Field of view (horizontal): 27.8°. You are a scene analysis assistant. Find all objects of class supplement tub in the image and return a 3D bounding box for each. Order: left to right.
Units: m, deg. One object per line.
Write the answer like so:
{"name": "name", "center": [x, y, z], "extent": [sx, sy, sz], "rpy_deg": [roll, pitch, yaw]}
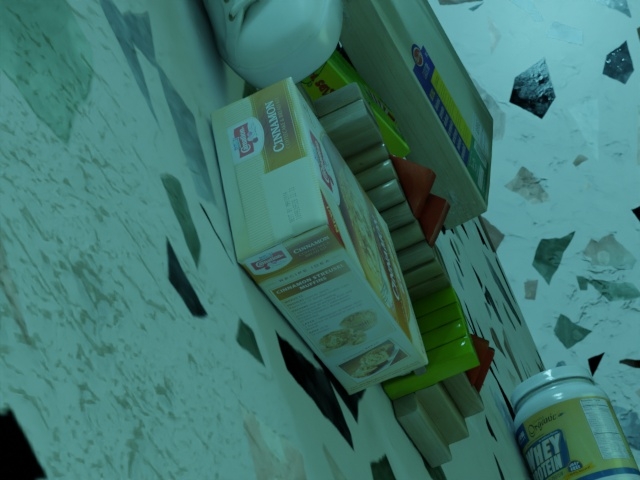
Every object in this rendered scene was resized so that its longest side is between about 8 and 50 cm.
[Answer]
{"name": "supplement tub", "center": [0.359, 0.293, 1.828], "extent": [0.144, 0.144, 0.199], "rpy_deg": [50, 19, -56]}

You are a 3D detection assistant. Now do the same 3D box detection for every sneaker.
{"name": "sneaker", "center": [-0.073, -0.228, 1.023], "extent": [0.123, 0.106, 0.290], "rpy_deg": [44, 15, -41]}

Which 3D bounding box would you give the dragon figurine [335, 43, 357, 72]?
{"name": "dragon figurine", "center": [0.068, -0.171, 1.569], "extent": [0.289, 0.085, 0.144], "rpy_deg": [49, 21, -44]}

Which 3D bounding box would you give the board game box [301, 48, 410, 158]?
{"name": "board game box", "center": [0.007, -0.150, 1.221], "extent": [0.181, 0.043, 0.092], "rpy_deg": [44, 14, -29]}

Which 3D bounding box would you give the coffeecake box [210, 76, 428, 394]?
{"name": "coffeecake box", "center": [0.000, 0.000, 0.921], "extent": [0.185, 0.068, 0.142], "rpy_deg": [53, 17, -47]}

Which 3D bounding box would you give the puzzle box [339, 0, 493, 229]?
{"name": "puzzle box", "center": [0.113, -0.196, 1.498], "extent": [0.272, 0.052, 0.409], "rpy_deg": [60, 16, -12]}

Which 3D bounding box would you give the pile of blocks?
{"name": "pile of blocks", "center": [0.069, 0.017, 1.100], "extent": [0.362, 0.113, 0.149], "rpy_deg": [62, 11, -16]}
